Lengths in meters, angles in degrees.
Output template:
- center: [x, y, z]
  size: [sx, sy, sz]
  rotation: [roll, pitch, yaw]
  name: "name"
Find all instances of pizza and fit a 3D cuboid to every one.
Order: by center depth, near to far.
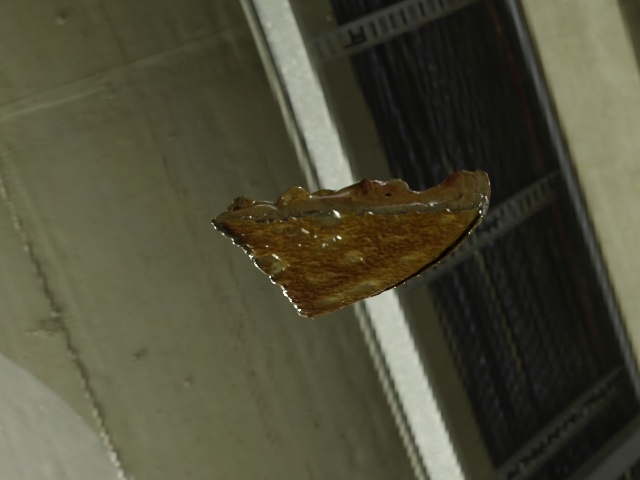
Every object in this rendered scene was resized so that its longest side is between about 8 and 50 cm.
- center: [0.000, 0.000, 0.812]
  size: [0.176, 0.184, 0.036]
  rotation: [7, -121, -27]
  name: "pizza"
